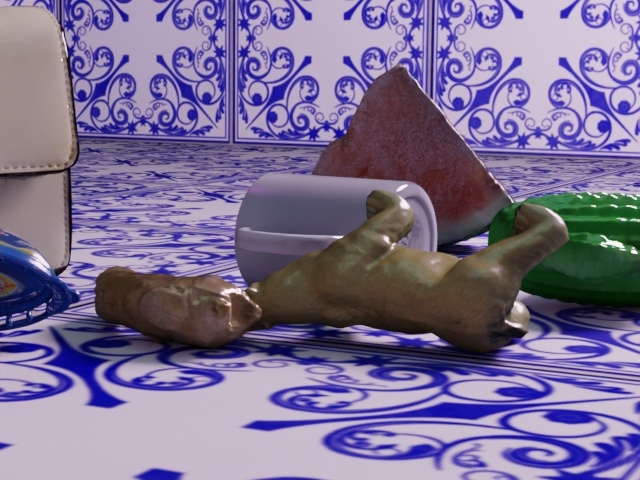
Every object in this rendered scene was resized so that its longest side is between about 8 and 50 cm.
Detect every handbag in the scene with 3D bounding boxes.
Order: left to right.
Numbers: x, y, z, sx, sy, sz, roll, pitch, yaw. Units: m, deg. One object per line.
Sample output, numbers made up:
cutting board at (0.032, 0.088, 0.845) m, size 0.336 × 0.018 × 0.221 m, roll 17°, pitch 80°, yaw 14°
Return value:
handbag at (-0.390, -0.080, 1.106) m, size 0.358 × 0.237 × 0.160 m, roll -4°, pitch 7°, yaw -35°

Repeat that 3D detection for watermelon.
watermelon at (0.090, -0.057, 1.360) m, size 0.207 × 0.202 × 0.136 m, roll 4°, pitch 46°, yaw 39°

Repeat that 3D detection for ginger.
ginger at (-0.110, 0.040, 0.919) m, size 0.069 × 0.051 × 0.173 m, roll 0°, pitch 8°, yaw -35°

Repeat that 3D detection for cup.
cup at (0.003, 0.008, 1.043) m, size 0.133 × 0.099 × 0.136 m, roll 6°, pitch 33°, yaw 31°

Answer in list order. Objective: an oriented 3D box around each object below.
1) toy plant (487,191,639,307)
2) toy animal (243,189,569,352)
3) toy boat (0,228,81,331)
toy plant at (0.246, 0.005, 1.067) m, size 0.240 × 0.088 × 0.154 m, roll -3°, pitch 7°, yaw -31°
toy animal at (0.048, 0.033, 0.904) m, size 0.218 × 0.103 × 0.101 m, roll 8°, pitch 33°, yaw 22°
toy boat at (-0.243, 0.040, 0.872) m, size 0.175 × 0.091 × 0.110 m, roll 3°, pitch 41°, yaw -3°
